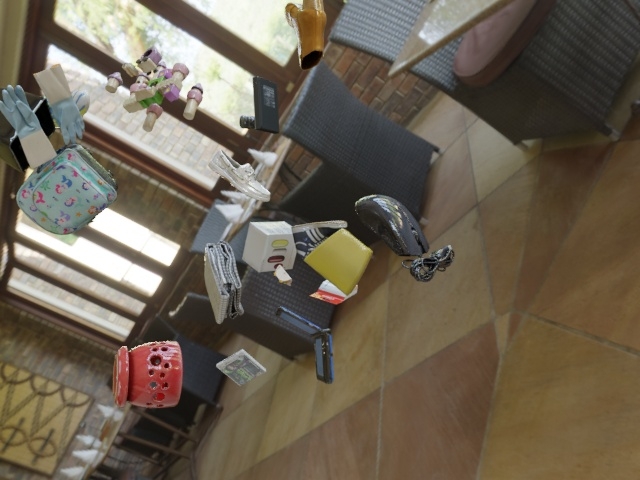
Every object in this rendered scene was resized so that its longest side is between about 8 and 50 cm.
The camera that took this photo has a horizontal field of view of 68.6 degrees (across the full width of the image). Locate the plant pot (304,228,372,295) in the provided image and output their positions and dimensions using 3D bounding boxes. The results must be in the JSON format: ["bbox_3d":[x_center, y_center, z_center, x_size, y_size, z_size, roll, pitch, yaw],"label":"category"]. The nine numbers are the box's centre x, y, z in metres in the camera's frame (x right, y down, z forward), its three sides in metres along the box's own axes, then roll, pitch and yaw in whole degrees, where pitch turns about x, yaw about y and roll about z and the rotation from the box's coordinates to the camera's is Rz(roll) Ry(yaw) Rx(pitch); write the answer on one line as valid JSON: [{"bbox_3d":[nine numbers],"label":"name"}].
[{"bbox_3d":[0.089,0.070,1.828,0.187,0.212,0.212,-52,-8,5],"label":"plant pot"}]

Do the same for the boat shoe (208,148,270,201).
[{"bbox_3d":[-0.298,-0.251,1.798,0.096,0.277,0.098,-56,-2,15],"label":"boat shoe"}]

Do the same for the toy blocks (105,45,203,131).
[{"bbox_3d":[-0.655,-0.651,1.880,0.288,0.309,0.260,-8,56,23],"label":"toy blocks"}]

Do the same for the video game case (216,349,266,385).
[{"bbox_3d":[-0.403,0.651,2.395,0.173,0.190,0.022,-32,30,15],"label":"video game case"}]

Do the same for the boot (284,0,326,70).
[{"bbox_3d":[-0.054,-0.641,1.478,0.295,0.104,0.211,-163,74,-73],"label":"boot"}]

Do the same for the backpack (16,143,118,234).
[{"bbox_3d":[-0.790,-0.143,1.459,0.253,0.225,0.191,-35,32,3],"label":"backpack"}]

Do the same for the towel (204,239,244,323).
[{"bbox_3d":[-0.410,0.176,2.005,0.235,0.121,0.284,108,144,-47],"label":"towel"}]

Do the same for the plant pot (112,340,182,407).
[{"bbox_3d":[-0.508,0.393,1.370,0.191,0.174,0.191,-13,75,63],"label":"plant pot"}]

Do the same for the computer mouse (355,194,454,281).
[{"bbox_3d":[0.201,-0.030,1.131,0.188,0.272,0.072,-21,-31,-49],"label":"computer mouse"}]

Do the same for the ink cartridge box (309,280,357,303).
[{"bbox_3d":[0.059,0.221,2.084,0.179,0.145,0.045,-16,-65,-55],"label":"ink cartridge box"}]

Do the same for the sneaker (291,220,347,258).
[{"bbox_3d":[0.000,0.000,1.979,0.282,0.099,0.153,-6,90,39],"label":"sneaker"}]

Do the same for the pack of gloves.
[{"bbox_3d":[-0.770,-0.345,1.298,0.195,0.046,0.232,-47,-30,-37],"label":"pack of gloves"}]

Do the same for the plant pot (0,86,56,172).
[{"bbox_3d":[-0.942,-0.348,1.413,0.187,0.167,0.188,-42,26,63],"label":"plant pot"}]

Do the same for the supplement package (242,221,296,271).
[{"bbox_3d":[-0.229,0.027,2.208,0.149,0.203,0.194,32,116,41],"label":"supplement package"}]

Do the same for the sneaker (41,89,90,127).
[{"bbox_3d":[-0.886,-0.444,1.573,0.240,0.126,0.091,-19,81,29],"label":"sneaker"}]

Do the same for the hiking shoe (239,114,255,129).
[{"bbox_3d":[-0.276,-0.557,2.242,0.227,0.114,0.086,-23,-54,-48],"label":"hiking shoe"}]

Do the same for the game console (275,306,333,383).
[{"bbox_3d":[-0.063,0.362,1.619,0.293,0.173,0.250,117,151,-75],"label":"game console"}]

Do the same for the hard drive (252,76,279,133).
[{"bbox_3d":[-0.145,-0.360,1.260,0.094,0.022,0.135,-8,-84,-62],"label":"hard drive"}]

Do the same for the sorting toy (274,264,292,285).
[{"bbox_3d":[-0.144,0.151,1.871,0.045,0.075,0.083,-39,58,-6],"label":"sorting toy"}]
